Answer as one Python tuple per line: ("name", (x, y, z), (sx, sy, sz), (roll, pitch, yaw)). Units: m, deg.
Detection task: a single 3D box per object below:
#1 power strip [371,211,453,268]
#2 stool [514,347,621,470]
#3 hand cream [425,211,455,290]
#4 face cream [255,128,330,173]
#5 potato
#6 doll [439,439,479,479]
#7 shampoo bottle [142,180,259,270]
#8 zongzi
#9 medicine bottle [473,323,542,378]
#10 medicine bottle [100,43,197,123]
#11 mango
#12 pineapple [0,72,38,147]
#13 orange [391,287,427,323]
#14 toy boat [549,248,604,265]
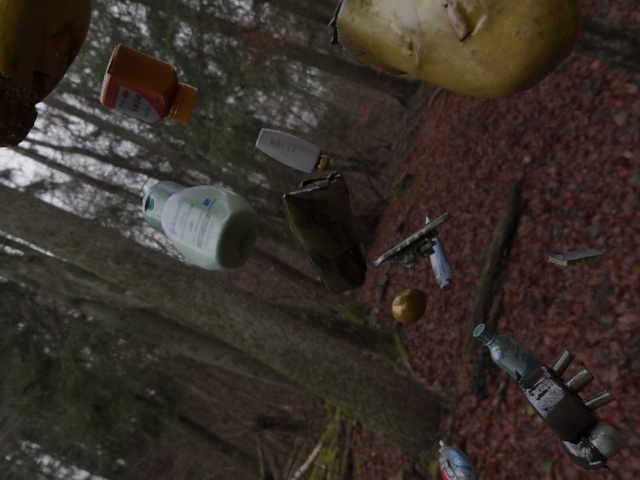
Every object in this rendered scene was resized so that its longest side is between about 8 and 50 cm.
("power strip", (0.213, 0.020, 1.187), (0.198, 0.065, 0.213), (-33, -4, 1))
("stool", (0.429, 0.285, 0.880), (0.121, 0.217, 0.125), (-42, -14, 10))
("hand cream", (0.349, 0.035, 1.551), (0.088, 0.055, 0.256), (66, -166, -50))
("face cream", (-0.066, -0.217, 1.275), (0.051, 0.182, 0.072), (-163, 93, -78))
("potato", (0.212, -0.323, 0.829), (0.289, 0.296, 0.397), (-34, -6, -22))
("doll", (0.152, 0.256, 0.567), (0.114, 0.057, 0.039), (-107, 38, -64))
("shampoo bottle", (-0.342, -0.059, 1.426), (0.151, 0.349, 0.222), (2, -71, -58))
("zongzi", (0.000, 0.000, 1.162), (0.300, 0.138, 0.287), (-28, -77, -72))
("medicine bottle", (0.492, 0.296, 1.366), (0.054, 0.208, 0.090), (-45, 9, 51))
("medicine bottle", (-0.443, -0.391, 1.364), (0.149, 0.222, 0.112), (-38, 40, 53))
("mango", (-0.648, -0.470, 1.167), (0.365, 0.182, 0.253), (-61, -1, 17))
("pineapple", (-0.683, -0.290, 0.944), (0.141, 0.170, 0.310), (-65, -27, -9))
("orange", (0.225, 0.164, 1.309), (0.095, 0.085, 0.085), (-39, -11, -7))
("toy boat", (0.621, 0.041, 1.269), (0.063, 0.114, 0.016), (-148, 51, -70))
